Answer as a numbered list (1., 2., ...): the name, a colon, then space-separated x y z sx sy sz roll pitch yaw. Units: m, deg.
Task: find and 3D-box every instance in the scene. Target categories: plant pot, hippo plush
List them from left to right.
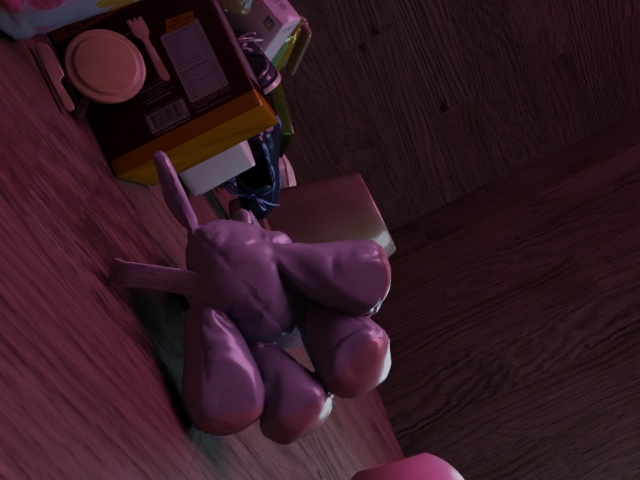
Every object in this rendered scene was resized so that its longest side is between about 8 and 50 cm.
1. hippo plush: -0.084 0.080 0.770 0.294 0.234 0.236 21 -7 -13
2. plant pot: 0.000 0.000 1.527 0.323 0.280 0.323 -25 90 -86

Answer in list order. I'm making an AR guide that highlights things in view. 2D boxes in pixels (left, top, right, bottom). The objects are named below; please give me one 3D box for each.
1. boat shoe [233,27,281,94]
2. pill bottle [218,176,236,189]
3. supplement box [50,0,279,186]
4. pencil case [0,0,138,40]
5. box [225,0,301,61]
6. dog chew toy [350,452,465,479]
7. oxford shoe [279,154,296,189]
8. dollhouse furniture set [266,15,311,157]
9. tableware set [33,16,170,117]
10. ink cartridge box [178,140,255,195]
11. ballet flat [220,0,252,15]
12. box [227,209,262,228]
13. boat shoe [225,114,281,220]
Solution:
1. boat shoe: -0.129 -0.288 1.120 0.079 0.095 0.254 64 0 -33
2. pill bottle: -0.202 -0.160 1.393 0.120 0.067 0.067 60 5 -51
3. supplement box: -0.185 -0.198 0.862 0.194 0.191 0.129 65 5 3
4. pencil case: -0.203 -0.290 0.678 0.113 0.273 0.124 171 -100 -87
5. box: -0.193 -0.387 1.296 0.232 0.058 0.322 53 -42 2
6. dog chew toy: 0.149 0.485 1.008 0.206 0.206 0.332 54 20 -72
7. oxford shoe: -0.173 -0.215 1.887 0.130 0.169 0.449 0 65 -40
8. dollhouse furniture set: -0.143 -0.314 1.449 0.301 0.197 0.151 125 -42 -56
9. tableware set: -0.264 -0.234 0.775 0.194 0.128 0.039 64 -29 0
10. ink cartridge box: -0.232 -0.248 1.121 0.289 0.121 0.211 61 4 -40
11. ballet flat: -0.253 -0.424 1.186 0.116 0.342 0.124 -47 140 -51
12. box: -0.113 0.043 1.204 0.126 0.072 0.137 -112 176 -45
13. boat shoe: -0.129 -0.123 1.299 0.258 0.109 0.089 91 13 -49
